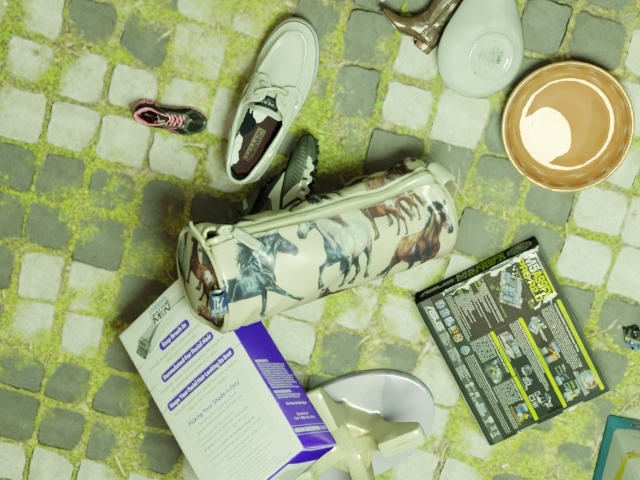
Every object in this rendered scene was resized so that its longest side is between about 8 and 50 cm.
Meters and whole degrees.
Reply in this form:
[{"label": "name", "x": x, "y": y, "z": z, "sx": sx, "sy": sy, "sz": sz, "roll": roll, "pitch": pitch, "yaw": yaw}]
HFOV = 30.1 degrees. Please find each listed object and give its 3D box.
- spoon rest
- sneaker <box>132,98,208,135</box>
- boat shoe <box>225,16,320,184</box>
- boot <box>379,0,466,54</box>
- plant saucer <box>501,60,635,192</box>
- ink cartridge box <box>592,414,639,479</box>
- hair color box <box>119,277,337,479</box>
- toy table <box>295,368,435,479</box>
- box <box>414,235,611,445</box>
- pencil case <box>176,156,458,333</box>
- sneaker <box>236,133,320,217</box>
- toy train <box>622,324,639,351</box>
[{"label": "spoon rest", "x": 0.260, "y": -0.341, "z": 1.751, "sx": 0.137, "sy": 0.084, "sz": 0.276, "roll": 10, "pitch": 114, "yaw": -19}, {"label": "sneaker", "x": -0.233, "y": -0.185, "z": 1.824, "sx": 0.119, "sy": 0.057, "sz": 0.047, "roll": 9, "pitch": 102, "yaw": 0}, {"label": "boat shoe", "x": -0.079, "y": -0.207, "z": 1.793, "sx": 0.096, "sy": 0.088, "sz": 0.267, "roll": 28, "pitch": 104, "yaw": -3}, {"label": "boot", "x": 0.160, "y": -0.351, "z": 1.772, "sx": 0.106, "sy": 0.037, "sz": 0.114, "roll": 35, "pitch": 106, "yaw": -19}, {"label": "plant saucer", "x": 0.373, "y": -0.173, "z": 1.804, "sx": 0.200, "sy": 0.037, "sz": 0.200, "roll": 1, "pitch": 104, "yaw": 4}, {"label": "ink cartridge box", "x": 0.539, "y": 0.420, "z": 1.817, "sx": 0.198, "sy": 0.270, "sz": 0.197, "roll": 10, "pitch": 104, "yaw": 1}, {"label": "hair color box", "x": -0.145, "y": 0.224, "z": 1.799, "sx": 0.185, "sy": 0.110, "sz": 0.339, "roll": -42, "pitch": 67, "yaw": 21}, {"label": "toy table", "x": 0.049, "y": 0.319, "z": 1.878, "sx": 0.274, "sy": 0.161, "sz": 0.252, "roll": -35, "pitch": 99, "yaw": 11}, {"label": "box", "x": 0.302, "y": 0.161, "z": 1.877, "sx": 0.216, "sy": 0.060, "sz": 0.270, "roll": -27, "pitch": 101, "yaw": 8}, {"label": "pencil case", "x": 0.000, "y": 0.000, "z": 1.733, "sx": 0.410, "sy": 0.183, "sz": 0.160, "roll": -18, "pitch": 63, "yaw": -19}, {"label": "sneaker", "x": -0.072, "y": -0.059, "z": 1.834, "sx": 0.106, "sy": 0.078, "sz": 0.234, "roll": 17, "pitch": 106, "yaw": -4}, {"label": "toy train", "x": 0.547, "y": 0.177, "z": 1.885, "sx": 0.158, "sy": 0.027, "sz": 0.036, "roll": 24, "pitch": 114, "yaw": -3}]
